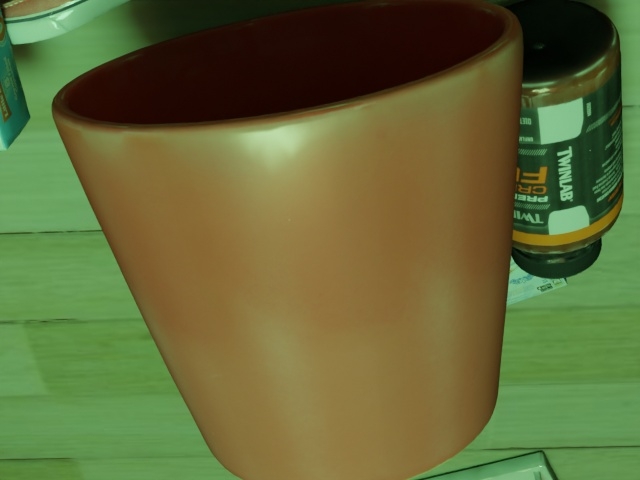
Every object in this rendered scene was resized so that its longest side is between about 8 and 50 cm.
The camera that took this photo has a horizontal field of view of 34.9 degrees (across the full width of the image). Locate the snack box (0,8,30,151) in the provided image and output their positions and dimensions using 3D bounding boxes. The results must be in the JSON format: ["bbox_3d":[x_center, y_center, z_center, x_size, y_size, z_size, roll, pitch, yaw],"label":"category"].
[{"bbox_3d":[-0.302,-0.196,0.583,0.187,0.060,0.321,-4,120,5],"label":"snack box"}]

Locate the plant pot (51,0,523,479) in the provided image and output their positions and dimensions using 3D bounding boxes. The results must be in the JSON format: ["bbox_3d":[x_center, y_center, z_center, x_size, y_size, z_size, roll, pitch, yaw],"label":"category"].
[{"bbox_3d":[0.000,0.000,0.624,0.275,0.275,0.243,-8,113,8],"label":"plant pot"}]

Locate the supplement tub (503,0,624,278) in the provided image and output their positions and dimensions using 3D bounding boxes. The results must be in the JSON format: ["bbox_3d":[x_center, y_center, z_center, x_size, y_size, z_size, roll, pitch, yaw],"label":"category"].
[{"bbox_3d":[0.161,-0.063,0.721,0.106,0.106,0.197,-9,133,10],"label":"supplement tub"}]

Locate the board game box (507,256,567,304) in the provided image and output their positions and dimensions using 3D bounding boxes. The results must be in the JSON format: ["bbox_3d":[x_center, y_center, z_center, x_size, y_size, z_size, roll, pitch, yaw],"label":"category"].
[{"bbox_3d":[0.149,0.019,0.859,0.090,0.020,0.090,-22,131,21],"label":"board game box"}]

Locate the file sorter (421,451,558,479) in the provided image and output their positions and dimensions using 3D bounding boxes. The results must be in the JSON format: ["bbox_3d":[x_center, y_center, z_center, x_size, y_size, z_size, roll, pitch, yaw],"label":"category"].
[{"bbox_3d":[0.144,0.380,1.105,0.278,0.173,0.192,-18,131,18],"label":"file sorter"}]

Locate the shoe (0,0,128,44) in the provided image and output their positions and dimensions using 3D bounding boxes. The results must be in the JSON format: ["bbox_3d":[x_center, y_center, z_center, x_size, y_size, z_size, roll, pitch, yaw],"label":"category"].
[{"bbox_3d":[-0.145,-0.189,0.637,0.178,0.063,0.081,-17,127,13],"label":"shoe"}]
